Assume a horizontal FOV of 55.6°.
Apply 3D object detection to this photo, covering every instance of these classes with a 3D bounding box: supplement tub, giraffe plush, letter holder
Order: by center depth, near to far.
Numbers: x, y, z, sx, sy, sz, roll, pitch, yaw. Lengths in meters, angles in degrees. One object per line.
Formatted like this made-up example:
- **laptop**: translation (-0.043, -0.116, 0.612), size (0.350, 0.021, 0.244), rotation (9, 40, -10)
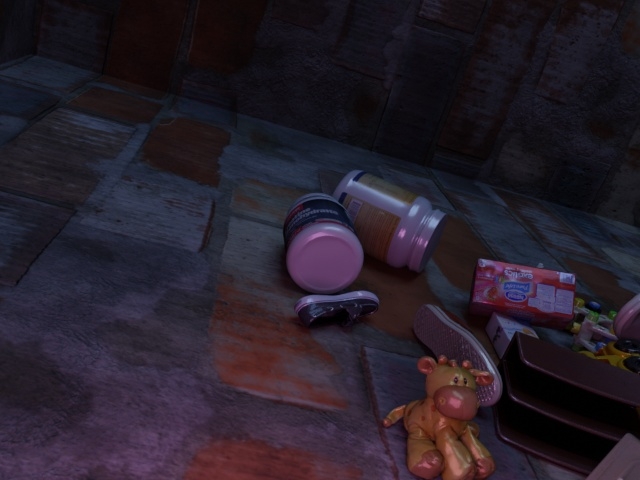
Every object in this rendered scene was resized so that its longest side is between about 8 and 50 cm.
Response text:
- **giraffe plush**: translation (0.228, 0.299, 1.075), size (0.182, 0.170, 0.210), rotation (4, 26, -32)
- **letter holder**: translation (0.520, 0.345, 1.231), size (0.302, 0.151, 0.214), rotation (20, 24, 3)
- **supplement tub**: translation (0.000, 0.000, 1.576), size (0.191, 0.191, 0.272), rotation (13, 22, -13)
- **supplement tub**: translation (0.194, -0.055, 1.815), size (0.316, 0.228, 0.228), rotation (26, 23, 18)

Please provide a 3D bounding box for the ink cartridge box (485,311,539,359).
- **ink cartridge box**: translation (0.495, 0.260, 1.526), size (0.105, 0.061, 0.181), rotation (16, 22, -8)

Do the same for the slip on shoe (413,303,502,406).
- **slip on shoe**: translation (0.317, 0.247, 1.354), size (0.101, 0.122, 0.331), rotation (14, 17, -21)

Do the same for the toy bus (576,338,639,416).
- **toy bus**: translation (0.660, 0.325, 1.429), size (0.212, 0.149, 0.220), rotation (4, 19, 7)

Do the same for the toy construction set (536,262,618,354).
- **toy construction set**: translation (0.708, 0.205, 1.738), size (0.215, 0.151, 0.327), rotation (-8, 45, -48)

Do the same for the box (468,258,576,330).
- **box**: translation (0.535, 0.146, 1.623), size (0.257, 0.128, 0.122), rotation (9, -23, 11)

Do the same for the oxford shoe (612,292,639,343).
- **oxford shoe**: translation (0.884, 0.255, 1.569), size (0.449, 0.169, 0.130), rotation (38, 15, -42)

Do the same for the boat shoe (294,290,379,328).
- **boat shoe**: translation (0.050, 0.166, 1.387), size (0.229, 0.080, 0.076), rotation (5, 43, -37)

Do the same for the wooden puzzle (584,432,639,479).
- **wooden puzzle**: translation (0.575, 0.495, 0.971), size (0.348, 0.080, 0.322), rotation (-12, 40, -45)
